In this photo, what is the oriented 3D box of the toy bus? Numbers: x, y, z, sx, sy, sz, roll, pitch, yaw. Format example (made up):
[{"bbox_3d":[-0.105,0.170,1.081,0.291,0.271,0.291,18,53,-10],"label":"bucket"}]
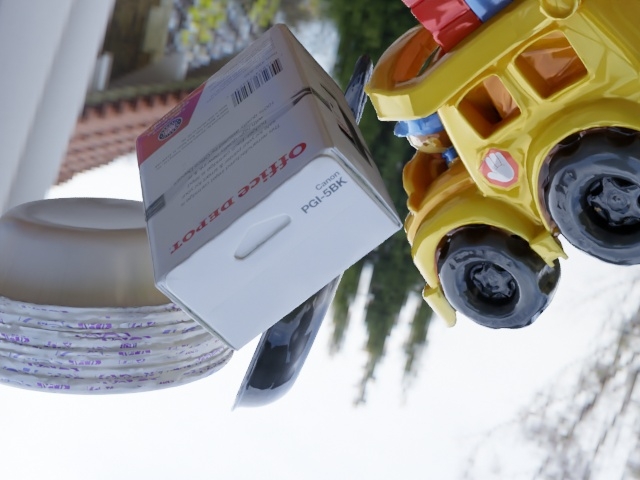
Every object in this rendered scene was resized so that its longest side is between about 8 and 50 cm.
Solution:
[{"bbox_3d":[0.101,-0.082,0.715,0.211,0.220,0.149,44,-135,-11],"label":"toy bus"}]

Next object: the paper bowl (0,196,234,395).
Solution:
[{"bbox_3d":[-0.223,0.043,1.328,0.284,0.148,0.284,4,-168,-1],"label":"paper bowl"}]

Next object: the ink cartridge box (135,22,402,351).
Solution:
[{"bbox_3d":[-0.029,-0.028,0.617,0.056,0.099,0.135,46,-166,-31],"label":"ink cartridge box"}]

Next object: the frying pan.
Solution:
[{"bbox_3d":[0.004,-0.010,0.984,0.053,0.326,0.197,23,-154,-1],"label":"frying pan"}]
